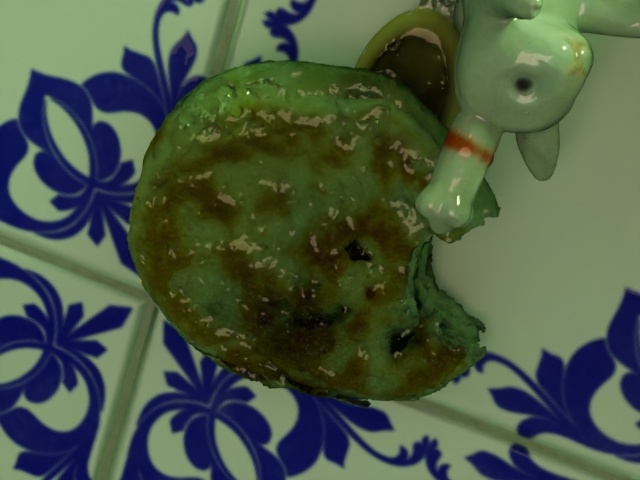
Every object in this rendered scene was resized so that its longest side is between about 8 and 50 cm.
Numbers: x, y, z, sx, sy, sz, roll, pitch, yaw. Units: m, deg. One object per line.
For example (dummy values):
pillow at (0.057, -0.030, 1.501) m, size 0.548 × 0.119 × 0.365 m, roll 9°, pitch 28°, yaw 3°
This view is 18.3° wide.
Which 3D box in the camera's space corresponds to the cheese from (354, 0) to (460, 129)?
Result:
cheese at (0.079, -0.151, 1.470) m, size 0.086 × 0.036 × 0.162 m, roll 23°, pitch 110°, yaw 8°

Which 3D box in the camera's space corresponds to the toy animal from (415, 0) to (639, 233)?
toy animal at (0.151, -0.144, 1.373) m, size 0.138 × 0.140 × 0.282 m, roll -4°, pitch 82°, yaw 55°

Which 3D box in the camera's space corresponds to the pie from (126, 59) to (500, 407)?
pie at (-0.008, -0.002, 1.504) m, size 0.302 × 0.067 × 0.302 m, roll 8°, pitch 120°, yaw 15°
